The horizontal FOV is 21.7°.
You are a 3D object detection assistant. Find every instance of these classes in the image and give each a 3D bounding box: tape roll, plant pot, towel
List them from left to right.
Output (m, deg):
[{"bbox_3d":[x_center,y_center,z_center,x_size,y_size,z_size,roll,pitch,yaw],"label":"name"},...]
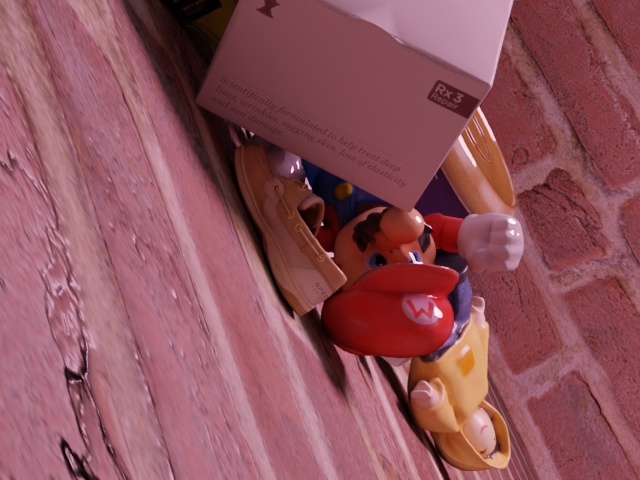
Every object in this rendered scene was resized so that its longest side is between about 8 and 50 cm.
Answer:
[{"bbox_3d":[-0.063,-0.184,1.635,0.237,0.021,0.102,38,26,-44],"label":"towel"},{"bbox_3d":[0.105,-0.028,1.903,0.080,0.189,0.189,63,6,-1],"label":"tape roll"},{"bbox_3d":[0.154,-0.111,1.785,0.236,0.032,0.236,55,19,-29],"label":"plant pot"}]

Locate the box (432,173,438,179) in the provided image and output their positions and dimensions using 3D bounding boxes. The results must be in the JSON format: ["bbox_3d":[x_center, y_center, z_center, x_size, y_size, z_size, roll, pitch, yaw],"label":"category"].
[{"bbox_3d":[0.046,-0.181,1.826,0.307,0.076,0.242,-75,144,-82],"label":"box"}]

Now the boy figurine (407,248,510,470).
[{"bbox_3d":[0.143,0.140,1.803,0.177,0.092,0.285,-46,132,-52],"label":"boy figurine"}]

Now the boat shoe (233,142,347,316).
[{"bbox_3d":[-0.023,-0.017,1.362,0.170,0.059,0.063,67,7,32],"label":"boat shoe"}]

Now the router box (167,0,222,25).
[{"bbox_3d":[-0.155,-0.301,1.509,0.133,0.046,0.179,54,11,-56],"label":"router box"}]

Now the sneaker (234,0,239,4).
[{"bbox_3d":[-0.069,-0.233,1.784,0.128,0.087,0.221,61,5,-32],"label":"sneaker"}]

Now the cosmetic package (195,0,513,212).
[{"bbox_3d":[0.053,-0.223,1.485,0.217,0.156,0.385,28,38,-4],"label":"cosmetic package"}]

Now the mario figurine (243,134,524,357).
[{"bbox_3d":[0.055,-0.041,1.475,0.170,0.198,0.321,51,19,-47],"label":"mario figurine"}]

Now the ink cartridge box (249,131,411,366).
[{"bbox_3d":[0.000,0.000,1.643,0.232,0.066,0.189,34,22,-33],"label":"ink cartridge box"}]
